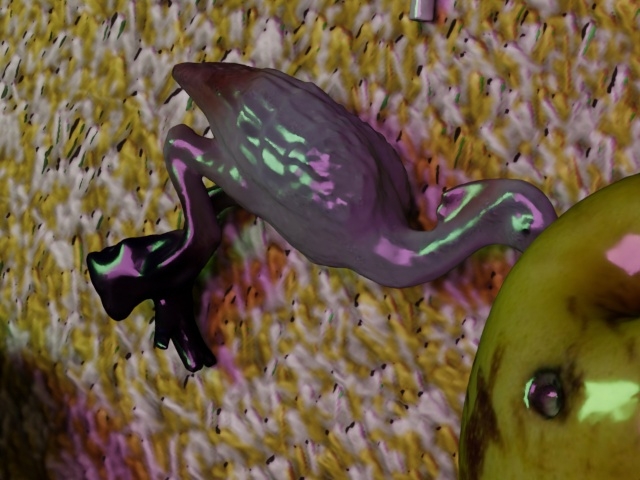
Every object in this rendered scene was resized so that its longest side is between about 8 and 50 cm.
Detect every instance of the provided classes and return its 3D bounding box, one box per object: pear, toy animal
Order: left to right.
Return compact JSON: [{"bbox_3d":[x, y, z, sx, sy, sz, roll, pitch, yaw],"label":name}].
[{"bbox_3d":[0.010,-0.023,0.851,0.324,0.090,0.195,-5,92,25],"label":"toy animal"},{"bbox_3d":[0.198,0.101,0.643,0.283,0.283,0.283,-4,79,23],"label":"pear"}]

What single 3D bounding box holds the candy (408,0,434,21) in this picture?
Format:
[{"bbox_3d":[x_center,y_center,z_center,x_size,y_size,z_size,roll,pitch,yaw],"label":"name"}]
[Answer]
[{"bbox_3d":[0.079,-0.319,0.882,0.124,0.124,0.365,8,94,24],"label":"candy"}]
